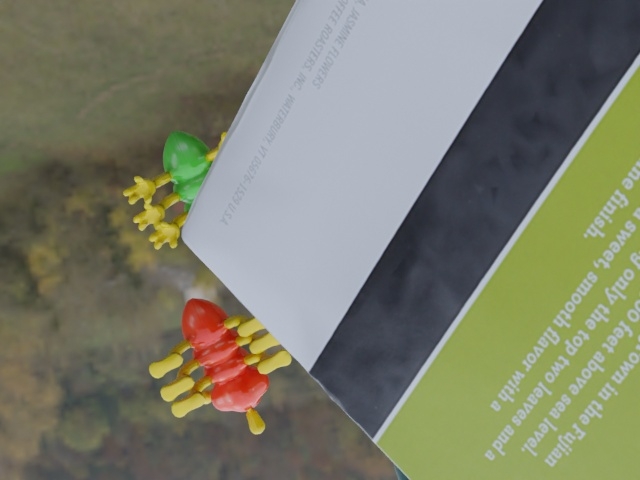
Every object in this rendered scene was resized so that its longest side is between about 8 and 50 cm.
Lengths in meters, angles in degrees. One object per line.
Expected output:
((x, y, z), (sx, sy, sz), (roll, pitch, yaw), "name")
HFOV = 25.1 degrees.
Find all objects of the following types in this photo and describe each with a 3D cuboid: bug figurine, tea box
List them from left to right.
((0.000, 0.000, 0.982), (0.279, 0.216, 0.072), (-23, -164, -1), "bug figurine")
((0.190, -0.007, 0.561), (0.329, 0.323, 0.220), (-20, 149, -50), "tea box")

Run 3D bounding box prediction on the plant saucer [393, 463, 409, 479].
((0.204, 0.124, 1.204), (0.317, 0.317, 0.044), (-17, 136, 30), "plant saucer")
